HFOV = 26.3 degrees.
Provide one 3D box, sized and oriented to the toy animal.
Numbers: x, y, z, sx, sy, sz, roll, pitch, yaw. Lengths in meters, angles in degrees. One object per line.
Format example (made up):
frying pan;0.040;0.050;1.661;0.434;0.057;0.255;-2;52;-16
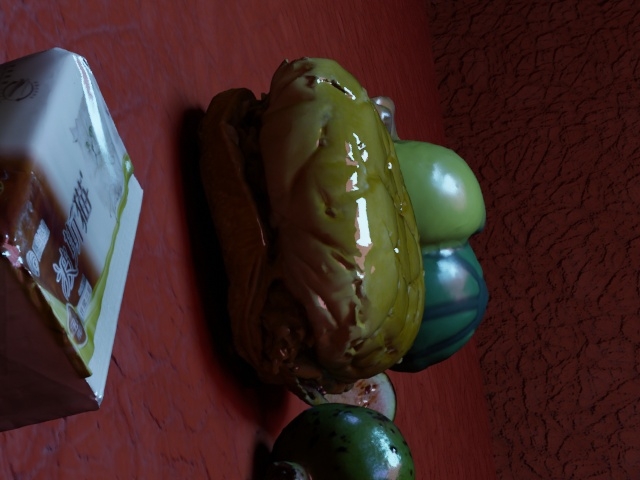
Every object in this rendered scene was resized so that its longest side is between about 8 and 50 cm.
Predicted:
toy animal;0.102;-0.011;1.614;0.216;0.191;0.338;-52;129;-77

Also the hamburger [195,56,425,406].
hamburger;0.000;0.000;1.191;0.318;0.158;0.318;-11;90;-78

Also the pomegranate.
pomegranate;0.014;0.188;1.122;0.130;0.130;0.130;-13;90;-79

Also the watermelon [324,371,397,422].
watermelon;0.024;0.161;1.422;0.069;0.087;0.163;36;-25;43

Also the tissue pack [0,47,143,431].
tissue pack;-0.145;0.001;0.582;0.148;0.106;0.099;-90;163;-53
